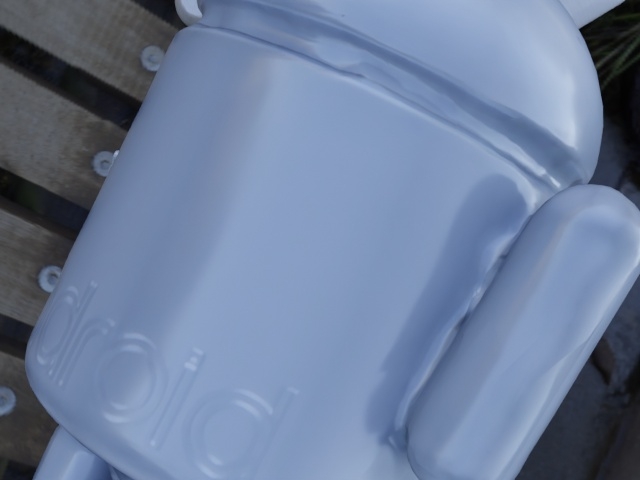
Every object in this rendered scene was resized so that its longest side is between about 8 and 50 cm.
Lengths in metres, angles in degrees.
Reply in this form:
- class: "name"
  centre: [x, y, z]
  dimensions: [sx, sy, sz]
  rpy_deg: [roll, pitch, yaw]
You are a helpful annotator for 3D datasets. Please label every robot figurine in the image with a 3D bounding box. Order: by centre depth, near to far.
- class: "robot figurine"
  centre: [0.000, 0.000, 0.427]
  dimensions: [0.200, 0.300, 0.353]
  rpy_deg: [26, 89, -47]

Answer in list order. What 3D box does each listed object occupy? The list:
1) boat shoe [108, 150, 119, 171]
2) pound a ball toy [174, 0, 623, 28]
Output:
- class: "boat shoe"
  centre: [-0.382, -0.130, 1.728]
  dimensions: [0.035, 0.100, 0.035]
  rpy_deg: [39, 52, 16]
- class: "pound a ball toy"
  centre: [0.051, -0.196, 0.743]
  dimensions: [0.319, 0.136, 0.208]
  rpy_deg: [-30, 98, 13]
